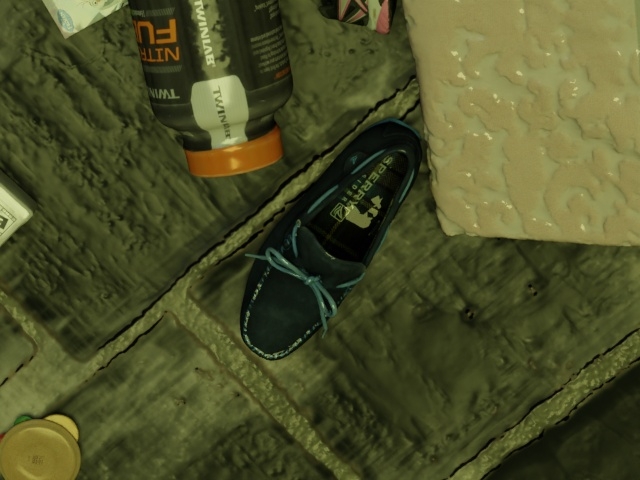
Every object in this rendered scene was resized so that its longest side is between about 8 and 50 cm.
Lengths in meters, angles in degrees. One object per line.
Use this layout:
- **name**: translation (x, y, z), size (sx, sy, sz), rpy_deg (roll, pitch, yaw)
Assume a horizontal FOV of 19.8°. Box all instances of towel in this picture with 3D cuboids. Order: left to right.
- **towel**: translation (0.226, -0.137, 1.570), size (0.317, 0.053, 0.331), rpy_deg (6, 124, 25)

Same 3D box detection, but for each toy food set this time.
- **toy food set**: translation (-0.272, 0.208, 1.769), size (0.083, 0.020, 0.083), rpy_deg (-5, 106, 0)

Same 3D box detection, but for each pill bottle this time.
- **pill bottle**: translation (-0.097, -0.182, 1.610), size (0.130, 0.130, 0.245), rpy_deg (-11, 105, 1)

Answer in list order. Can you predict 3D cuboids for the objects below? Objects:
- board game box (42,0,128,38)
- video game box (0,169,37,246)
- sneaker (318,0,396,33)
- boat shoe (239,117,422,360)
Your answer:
- **board game box**: translation (-0.213, -0.242, 1.646), size (0.090, 0.020, 0.090), rpy_deg (-28, 105, 5)
- **video game box**: translation (-0.397, -0.033, 1.685), size (0.187, 0.048, 0.205), rpy_deg (-44, 102, 8)
- **sneaker**: translation (0.024, -0.249, 1.598), size (0.077, 0.072, 0.178), rpy_deg (4, 137, 7)
- **boat shoe**: translation (0.000, 0.000, 1.684), size (0.109, 0.089, 0.258), rpy_deg (26, 103, -8)
